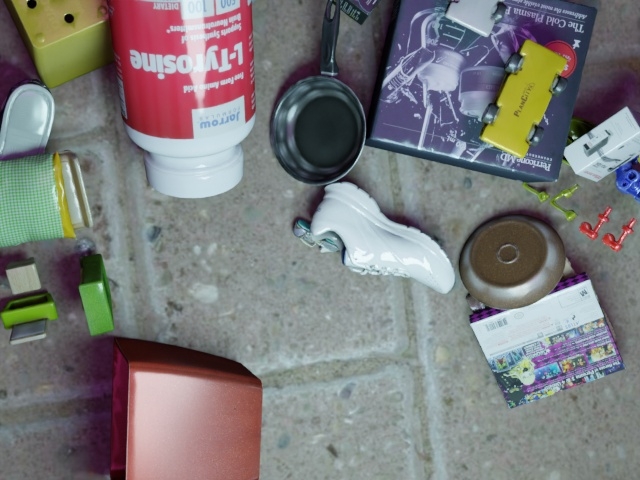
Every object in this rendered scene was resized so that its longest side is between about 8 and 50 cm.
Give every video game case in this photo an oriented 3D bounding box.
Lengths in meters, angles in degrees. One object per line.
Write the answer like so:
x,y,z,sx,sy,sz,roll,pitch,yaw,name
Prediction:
0.422,0.190,1.715,0.232,0.042,0.210,-23,112,13,video game case

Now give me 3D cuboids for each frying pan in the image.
-0.013,-0.262,1.671,0.197,0.053,0.326,-12,86,29,frying pan

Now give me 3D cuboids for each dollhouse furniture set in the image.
-0.483,0.013,1.568,0.198,0.151,0.301,-12,113,-9,dollhouse furniture set

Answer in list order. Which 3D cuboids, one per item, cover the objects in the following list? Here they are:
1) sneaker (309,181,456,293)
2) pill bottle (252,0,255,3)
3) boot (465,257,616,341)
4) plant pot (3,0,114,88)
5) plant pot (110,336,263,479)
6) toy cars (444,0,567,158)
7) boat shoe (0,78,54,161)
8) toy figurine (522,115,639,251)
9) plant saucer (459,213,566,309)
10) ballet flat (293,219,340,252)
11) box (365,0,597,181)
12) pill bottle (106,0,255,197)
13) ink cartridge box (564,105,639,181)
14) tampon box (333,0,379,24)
0.110,0.019,1.687,0.297,0.111,0.129,32,69,1,sneaker
-0.142,-0.467,1.618,0.087,0.160,0.087,0,93,-6,pill bottle
0.424,0.146,1.766,0.207,0.090,0.248,-36,101,11,boot
-0.434,-0.406,1.578,0.212,0.187,0.212,-24,96,-5,plant pot
-0.237,0.319,1.617,0.236,0.267,0.267,1,93,-18,plant pot
0.299,-0.329,1.528,0.177,0.087,0.393,-16,90,-8,toy cars
-0.544,-0.141,1.632,0.114,0.091,0.302,23,101,-23,boat shoe
0.596,-0.077,1.737,0.363,0.217,0.191,37,107,36,toy figurine
0.349,0.031,1.698,0.199,0.036,0.198,-11,59,19,plant saucer
0.000,0.000,1.725,0.114,0.041,0.041,26,90,-6,ballet flat
0.276,-0.289,1.656,0.344,0.179,0.312,12,93,-4,box
-0.223,-0.286,1.525,0.229,0.229,0.407,-4,124,-6,pill bottle
0.509,-0.166,1.613,0.135,0.099,0.056,-36,63,30,ink cartridge box
0.052,-0.493,1.665,0.161,0.101,0.120,38,88,-6,tampon box
